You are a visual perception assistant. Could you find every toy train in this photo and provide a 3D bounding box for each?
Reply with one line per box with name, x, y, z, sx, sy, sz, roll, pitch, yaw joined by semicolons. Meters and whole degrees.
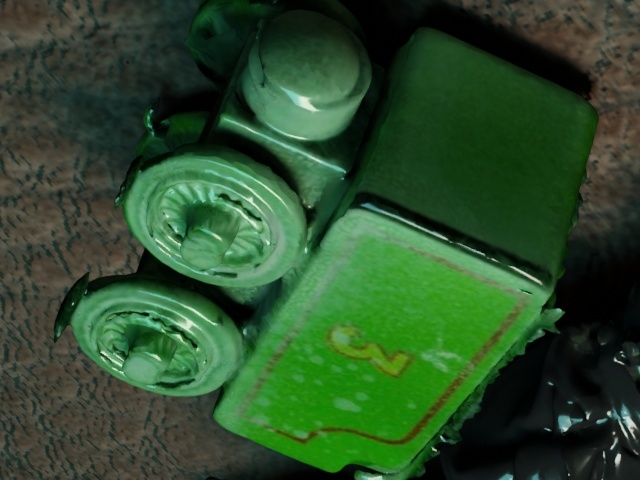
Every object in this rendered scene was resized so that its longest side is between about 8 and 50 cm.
toy train;0.000;0.000;0.869;0.188;0.132;0.243;25;144;-7

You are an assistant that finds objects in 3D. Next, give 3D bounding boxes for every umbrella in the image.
umbrella;0.141;0.065;0.885;0.110;0.122;0.272;18;139;-25

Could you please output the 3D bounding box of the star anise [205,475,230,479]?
star anise;0.064;0.223;1.073;0.332;0.117;0.331;19;161;7
